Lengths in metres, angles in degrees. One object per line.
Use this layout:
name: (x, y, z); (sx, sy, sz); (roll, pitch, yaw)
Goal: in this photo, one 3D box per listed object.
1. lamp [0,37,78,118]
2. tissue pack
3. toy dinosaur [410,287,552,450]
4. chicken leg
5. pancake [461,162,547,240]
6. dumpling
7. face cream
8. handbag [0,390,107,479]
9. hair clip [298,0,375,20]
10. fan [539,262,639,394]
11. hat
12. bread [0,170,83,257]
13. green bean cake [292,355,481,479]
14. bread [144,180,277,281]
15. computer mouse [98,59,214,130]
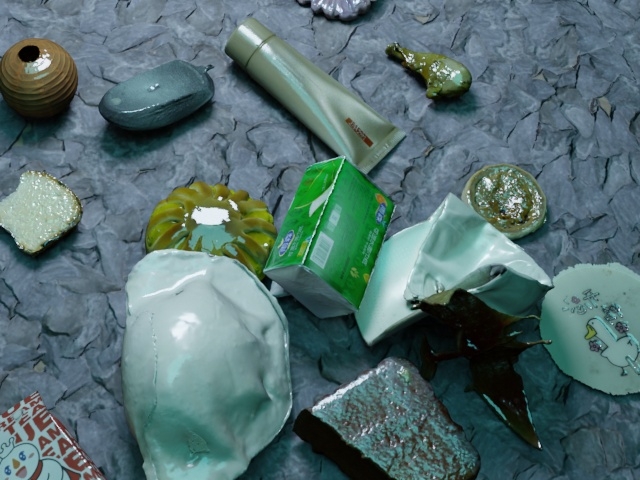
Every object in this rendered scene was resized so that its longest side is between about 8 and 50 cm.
lamp: (-0.478, -0.275, 1.751); (0.136, 0.136, 0.136); (2, 64, -4)
tissue pack: (0.001, 0.000, 1.662); (0.148, 0.156, 0.209); (38, 57, -31)
toy dinosaur: (0.233, 0.169, 1.506); (0.207, 0.327, 0.113); (1, 46, 4)
chicken leg: (0.190, -0.307, 1.870); (0.178, 0.070, 0.093); (35, 72, 20)
pancake: (0.319, -0.067, 1.782); (0.152, 0.025, 0.151); (2, 62, -4)
dumpling: (-0.163, 0.190, 1.530); (0.260, 0.181, 0.341); (-2, 45, -17)
face cream: (-0.017, -0.256, 1.820); (0.341, 0.084, 0.137); (40, 57, 6)
handbag: (-0.385, 0.358, 1.437); (0.171, 0.151, 0.298); (-40, 70, -16)
hair clip: (0.079, -0.540, 1.969); (0.173, 0.069, 0.300); (39, 67, 13)
fan: (0.513, 0.210, 1.669); (0.233, 0.012, 0.414); (-25, 66, -16)
hat: (0.199, 0.086, 1.636); (0.301, 0.168, 0.258); (-32, 29, 5)
bread: (-0.460, -0.043, 1.688); (0.129, 0.044, 0.126); (41, 74, 11)
green bean cake: (0.105, 0.305, 1.537); (0.198, 0.097, 0.232); (-32, 71, -20)
bread: (-0.174, -0.009, 1.665); (0.213, 0.104, 0.213); (2, 61, -3)
computer mouse: (-0.278, -0.244, 1.791); (0.229, 0.068, 0.113); (-27, 56, -28)
